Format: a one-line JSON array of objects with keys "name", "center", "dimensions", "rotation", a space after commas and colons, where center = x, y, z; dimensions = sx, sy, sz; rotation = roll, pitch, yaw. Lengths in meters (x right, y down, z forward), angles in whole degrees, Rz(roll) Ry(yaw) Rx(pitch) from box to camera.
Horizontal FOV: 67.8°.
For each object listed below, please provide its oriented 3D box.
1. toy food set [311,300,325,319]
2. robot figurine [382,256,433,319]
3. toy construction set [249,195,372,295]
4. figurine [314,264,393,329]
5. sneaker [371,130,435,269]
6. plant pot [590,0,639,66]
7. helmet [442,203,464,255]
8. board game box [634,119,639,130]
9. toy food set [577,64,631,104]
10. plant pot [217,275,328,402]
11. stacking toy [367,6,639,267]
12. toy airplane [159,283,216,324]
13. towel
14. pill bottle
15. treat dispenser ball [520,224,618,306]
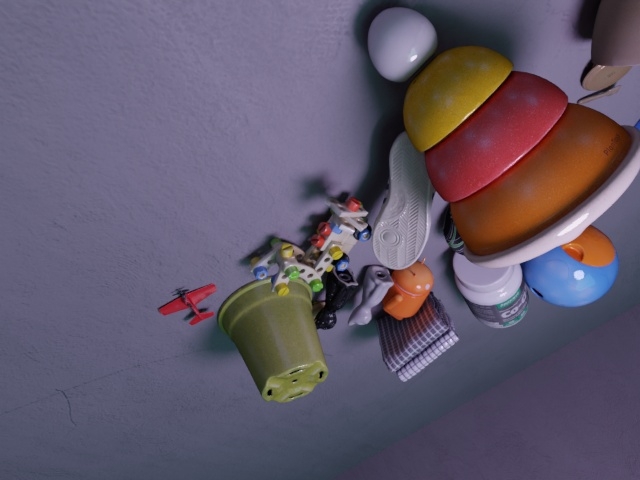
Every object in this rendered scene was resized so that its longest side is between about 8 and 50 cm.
[{"name": "toy food set", "center": [-0.004, 0.211, 1.448], "dimensions": [0.083, 0.020, 0.082], "rotation": [9, 129, -37]}, {"name": "robot figurine", "center": [0.263, 0.148, 1.449], "dimensions": [0.158, 0.128, 0.219], "rotation": [-2, 135, -21]}, {"name": "toy construction set", "center": [0.000, 0.000, 1.120], "dimensions": [0.215, 0.151, 0.328], "rotation": [12, 139, -39]}, {"name": "figurine", "center": [0.091, 0.178, 1.388], "dimensions": [0.215, 0.092, 0.209], "rotation": [1, 125, -33]}, {"name": "sneaker", "center": [0.208, -0.098, 1.094], "dimensions": [0.148, 0.131, 0.350], "rotation": [-54, 157, -53]}, {"name": "plant pot", "center": [0.667, -0.474, 0.904], "dimensions": [0.284, 0.284, 0.190], "rotation": [-23, 113, -6]}, {"name": "helmet", "center": [0.426, -0.032, 1.329], "dimensions": [0.170, 0.169, 0.161], "rotation": [-9, 121, -23]}, {"name": "board game box", "center": [1.017, -0.381, 1.363], "dimensions": [0.160, 0.047, 0.210], "rotation": [-5, 137, -26]}, {"name": "toy food set", "center": [0.691, -0.413, 1.143], "dimensions": [0.133, 0.038, 0.192], "rotation": [-19, 156, 0]}, {"name": "plant pot", "center": [-0.107, 0.277, 1.271], "dimensions": [0.276, 0.253, 0.276], "rotation": [-17, 142, -14]}, {"name": "stacking toy", "center": [0.271, -0.222, 0.846], "dimensions": [0.351, 0.480, 0.350], "rotation": [-43, -175, 4]}, {"name": "toy airplane", "center": [-0.323, 0.168, 1.199], "dimensions": [0.151, 0.028, 0.151], "rotation": [-17, 141, -15]}, {"name": "towel", "center": [0.300, 0.288, 1.537], "dimensions": [0.121, 0.283, 0.235], "rotation": [42, 104, -12]}, {"name": "pill bottle", "center": [0.555, 0.139, 1.552], "dimensions": [0.204, 0.204, 0.361], "rotation": [-35, 142, 9]}, {"name": "treat dispenser ball", "center": [0.810, 0.074, 1.565], "dimensions": [0.288, 0.288, 0.288], "rotation": [-17, 141, -14]}]
